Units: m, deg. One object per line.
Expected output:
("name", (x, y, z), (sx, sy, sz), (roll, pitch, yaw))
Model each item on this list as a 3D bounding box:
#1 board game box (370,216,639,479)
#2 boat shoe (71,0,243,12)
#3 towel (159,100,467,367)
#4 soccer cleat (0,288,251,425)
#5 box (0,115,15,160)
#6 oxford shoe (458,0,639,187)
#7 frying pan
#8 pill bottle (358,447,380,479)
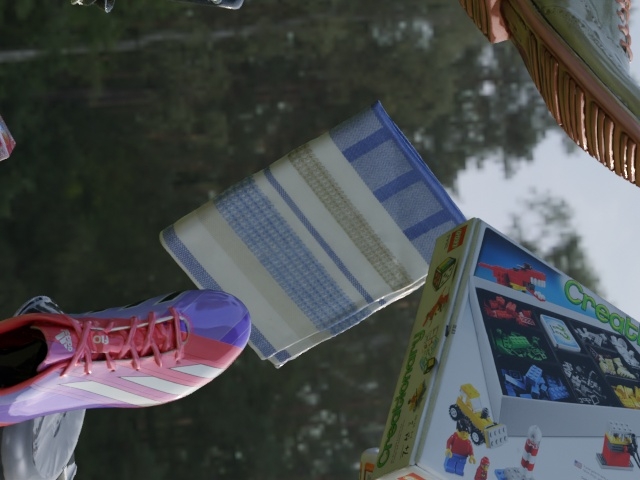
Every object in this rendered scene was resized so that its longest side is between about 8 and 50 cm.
("board game box", (0.189, 0.141, 0.994), (0.053, 0.305, 0.193), (-32, -148, 51))
("boat shoe", (-0.230, -0.291, 1.562), (0.114, 0.303, 0.091), (-53, 144, -71))
("towel", (0.000, 0.000, 1.490), (0.209, 0.285, 0.034), (50, 23, -24))
("soccer cleat", (-0.164, 0.081, 1.060), (0.095, 0.248, 0.083), (117, -41, -64))
("box", (-0.550, -0.120, 1.920), (0.122, 0.257, 0.128), (-122, -173, -77))
("oxford shoe", (0.281, -0.222, 1.533), (0.397, 0.146, 0.140), (56, -8, 24))
("frying pan", (-0.261, 0.207, 1.345), (0.197, 0.053, 0.326), (-59, 155, -62))
("pill bottle", (0.081, 0.315, 1.634), (0.086, 0.086, 0.152), (-171, -94, -74))
